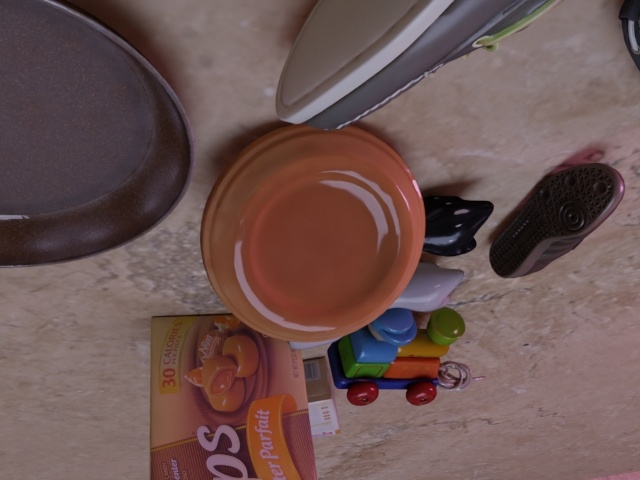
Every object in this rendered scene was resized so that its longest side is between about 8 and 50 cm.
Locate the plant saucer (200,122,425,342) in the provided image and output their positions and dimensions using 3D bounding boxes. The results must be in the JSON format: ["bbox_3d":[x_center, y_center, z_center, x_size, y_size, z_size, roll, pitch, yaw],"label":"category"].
[{"bbox_3d":[0.000,0.000,0.583,0.199,0.037,0.200,-5,111,-15],"label":"plant saucer"}]

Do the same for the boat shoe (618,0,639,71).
[{"bbox_3d":[0.301,-0.131,0.540,0.079,0.084,0.233,17,178,40],"label":"boat shoe"}]

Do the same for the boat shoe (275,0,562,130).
[{"bbox_3d":[0.092,-0.156,0.393,0.091,0.109,0.305,24,132,-35],"label":"boat shoe"}]

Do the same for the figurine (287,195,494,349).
[{"bbox_3d":[0.061,0.033,0.723,0.209,0.092,0.215,-9,150,-7],"label":"figurine"}]

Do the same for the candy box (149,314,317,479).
[{"bbox_3d":[-0.104,0.243,0.794,0.182,0.317,0.088,-1,147,-12],"label":"candy box"}]

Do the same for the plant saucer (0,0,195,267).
[{"bbox_3d":[-0.248,-0.077,0.493,0.310,0.050,0.311,-6,150,-4],"label":"plant saucer"}]

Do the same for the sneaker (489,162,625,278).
[{"bbox_3d":[0.251,-0.023,0.712,0.071,0.066,0.188,-11,159,-30],"label":"sneaker"}]

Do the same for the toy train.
[{"bbox_3d":[0.147,0.140,0.904,0.247,0.105,0.143,5,139,-22],"label":"toy train"}]

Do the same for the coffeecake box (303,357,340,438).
[{"bbox_3d":[-0.049,0.256,1.068,0.142,0.068,0.185,-9,149,0],"label":"coffeecake box"}]
